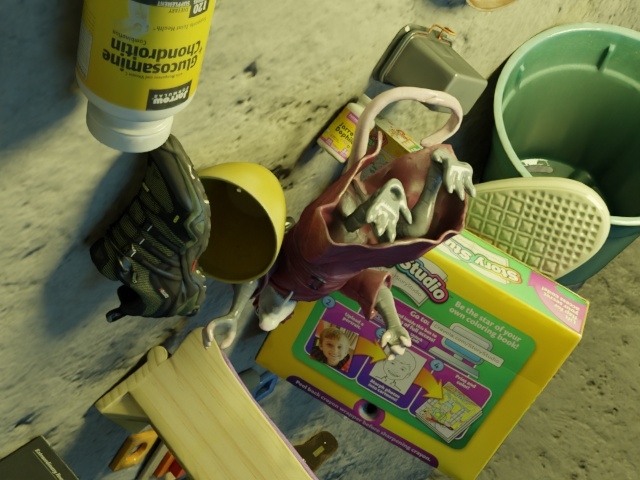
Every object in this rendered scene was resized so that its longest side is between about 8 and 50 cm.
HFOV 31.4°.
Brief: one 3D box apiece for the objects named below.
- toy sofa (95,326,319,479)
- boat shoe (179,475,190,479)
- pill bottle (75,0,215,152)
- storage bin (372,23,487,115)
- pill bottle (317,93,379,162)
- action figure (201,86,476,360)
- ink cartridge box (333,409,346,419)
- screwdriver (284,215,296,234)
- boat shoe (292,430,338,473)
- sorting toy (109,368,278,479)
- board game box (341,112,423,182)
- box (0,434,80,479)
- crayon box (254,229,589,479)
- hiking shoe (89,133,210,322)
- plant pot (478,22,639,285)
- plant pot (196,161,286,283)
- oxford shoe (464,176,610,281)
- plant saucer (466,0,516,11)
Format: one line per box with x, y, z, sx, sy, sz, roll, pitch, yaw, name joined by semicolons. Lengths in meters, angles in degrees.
-0.106;0.297;1.449;0.177;0.362;0.150;-40;157;-6;toy sofa
-0.226;0.420;1.808;0.228;0.080;0.076;-34;153;6;boat shoe
-0.146;-0.164;0.938;0.103;0.103;0.184;-29;152;-38;pill bottle
0.148;-0.210;1.420;0.098;0.091;0.135;-56;158;19;storage bin
0.037;-0.139;1.398;0.083;0.043;0.043;-50;158;5;pill bottle
0.000;0.000;1.384;0.248;0.275;0.370;12;152;-28;action figure
0.092;0.190;1.995;0.218;0.092;0.158;-35;155;-24;ink cartridge box
-0.096;0.005;1.427;0.170;0.024;0.025;-25;179;-39;screwdriver
-0.038;0.434;2.211;0.072;0.068;0.190;-47;162;32;boat shoe
-0.179;0.300;1.738;0.348;0.047;0.196;-18;144;-50;sorting toy
0.103;-0.081;1.469;0.026;0.154;0.103;-27;150;-42;board game box
-0.369;0.358;1.345;0.207;0.153;0.108;-30;153;-35;box
0.134;0.127;1.592;0.313;0.363;0.106;-62;177;31;crayon box
-0.178;-0.003;1.169;0.114;0.086;0.226;-13;128;-21;hiking shoe
0.397;-0.105;1.788;0.341;0.341;0.334;-38;165;-22;plant pot
-0.091;-0.034;1.255;0.095;0.134;0.134;-56;173;-52;plant pot
0.208;0.004;1.643;0.449;0.169;0.130;-21;-170;37;oxford shoe
0.257;-0.412;1.334;0.311;0.050;0.310;-38;157;-20;plant saucer
